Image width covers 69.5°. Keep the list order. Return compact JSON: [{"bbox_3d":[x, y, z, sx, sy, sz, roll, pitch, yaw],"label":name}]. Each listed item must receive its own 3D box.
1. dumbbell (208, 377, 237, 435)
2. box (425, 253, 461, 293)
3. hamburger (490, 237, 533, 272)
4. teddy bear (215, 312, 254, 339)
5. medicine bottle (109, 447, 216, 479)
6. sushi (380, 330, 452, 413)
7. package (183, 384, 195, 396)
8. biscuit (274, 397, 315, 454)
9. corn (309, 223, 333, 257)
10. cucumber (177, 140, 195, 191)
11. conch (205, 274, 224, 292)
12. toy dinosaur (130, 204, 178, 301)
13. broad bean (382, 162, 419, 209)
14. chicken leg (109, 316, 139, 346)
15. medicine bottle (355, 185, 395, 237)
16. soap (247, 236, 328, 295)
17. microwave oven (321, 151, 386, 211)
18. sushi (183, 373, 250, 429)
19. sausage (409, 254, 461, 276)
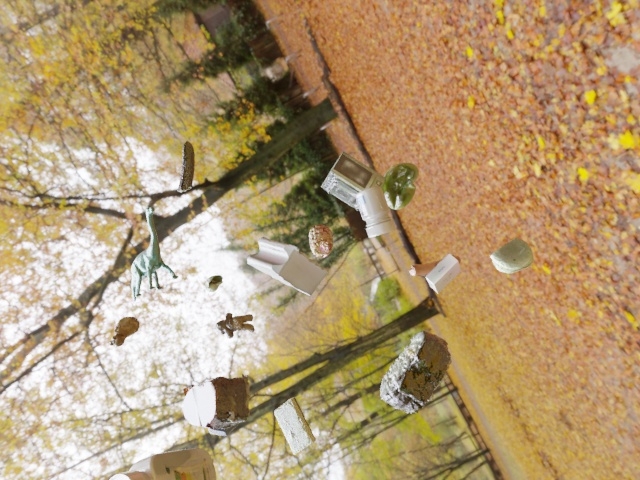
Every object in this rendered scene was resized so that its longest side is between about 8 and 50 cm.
[{"bbox_3d":[-0.436,0.724,1.990,0.144,0.160,0.325,35,147,21],"label":"dumbbell"},{"bbox_3d":[0.479,0.130,1.797,0.051,0.130,0.129,44,179,30],"label":"box"},{"bbox_3d":[0.563,0.048,1.329,0.084,0.121,0.054,49,168,35],"label":"hamburger"},{"bbox_3d":[-0.356,0.347,1.914,0.078,0.160,0.119,96,163,-55],"label":"teddy bear"},{"bbox_3d":[-0.393,0.624,1.167,0.296,0.111,0.161,33,-145,-57],"label":"medicine bottle"},{"bbox_3d":[0.392,0.540,1.881,0.170,0.350,0.211,34,-175,-3],"label":"sushi"},{"bbox_3d":[-0.565,0.699,2.057,0.111,0.077,0.033,63,170,4],"label":"package"},{"bbox_3d":[-0.111,0.780,1.941,0.040,0.121,0.199,8,-135,-56],"label":"biscuit"},{"bbox_3d":[0.000,0.000,1.662,0.092,0.092,0.280,61,-175,-9],"label":"corn"},{"bbox_3d":[-0.617,-0.344,2.142,0.067,0.067,0.245,39,-124,-81],"label":"cucumber"},{"bbox_3d":[-0.465,0.182,1.994,0.056,0.085,0.076,18,134,32],"label":"conch"},{"bbox_3d":[-0.775,0.063,2.010,0.129,0.383,0.331,-16,-98,-55],"label":"toy dinosaur"},{"bbox_3d":[0.333,-0.234,1.940,0.153,0.207,0.072,30,-170,4],"label":"broad bean"},{"bbox_3d":[-0.711,0.329,1.671,0.084,0.069,0.198,17,-168,-9],"label":"chicken leg"},{"bbox_3d":[0.195,-0.102,1.649,0.105,0.105,0.168,5,-114,-86],"label":"medicine bottle"},{"bbox_3d":[-0.155,0.118,2.141,0.257,0.159,0.302,35,169,-35],"label":"soap"},{"bbox_3d":[0.126,-0.222,1.824,0.205,0.129,0.163,31,152,-4],"label":"microwave oven"},{"bbox_3d":[-0.279,0.447,1.267,0.126,0.225,0.136,10,-117,-36],"label":"sushi"},{"bbox_3d":[0.626,0.138,2.496,0.078,0.304,0.078,167,90,-82],"label":"sausage"}]
